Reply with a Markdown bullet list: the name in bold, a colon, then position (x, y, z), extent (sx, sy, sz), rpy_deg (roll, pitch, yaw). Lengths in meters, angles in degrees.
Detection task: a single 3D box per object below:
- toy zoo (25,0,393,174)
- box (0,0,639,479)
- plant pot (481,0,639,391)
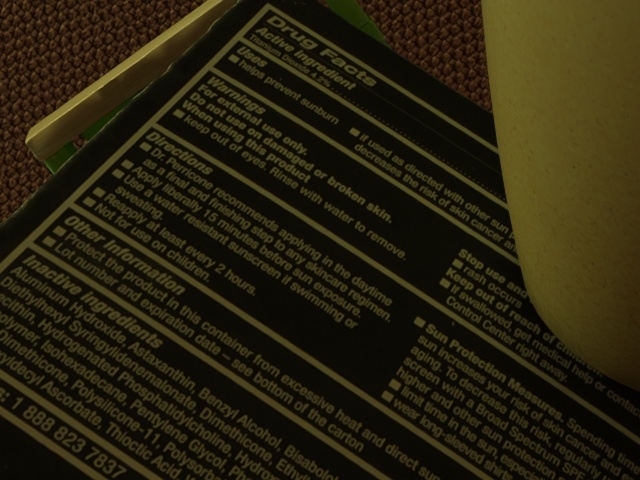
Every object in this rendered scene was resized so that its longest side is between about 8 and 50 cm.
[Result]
- **toy zoo**: position (0.000, 0.000, 0.775), extent (0.192, 0.293, 0.030), rpy_deg (-34, 19, 6)
- **box**: position (0.004, 0.089, 0.575), extent (0.294, 0.296, 0.183), rpy_deg (-51, -7, -41)
- **plant pot**: position (0.155, -0.080, 0.451), extent (0.256, 0.256, 0.274), rpy_deg (-52, -21, -44)
